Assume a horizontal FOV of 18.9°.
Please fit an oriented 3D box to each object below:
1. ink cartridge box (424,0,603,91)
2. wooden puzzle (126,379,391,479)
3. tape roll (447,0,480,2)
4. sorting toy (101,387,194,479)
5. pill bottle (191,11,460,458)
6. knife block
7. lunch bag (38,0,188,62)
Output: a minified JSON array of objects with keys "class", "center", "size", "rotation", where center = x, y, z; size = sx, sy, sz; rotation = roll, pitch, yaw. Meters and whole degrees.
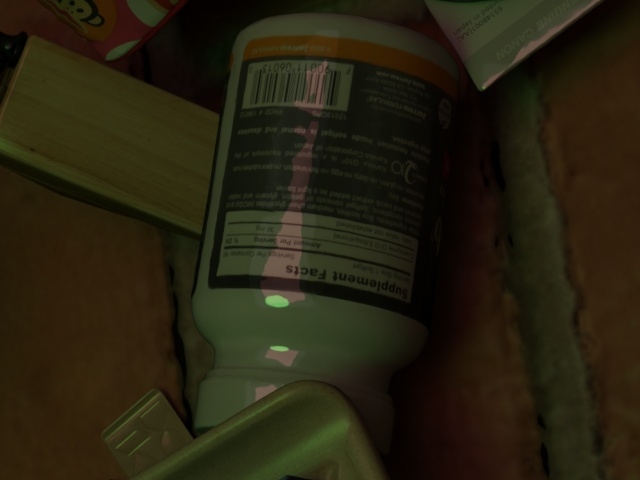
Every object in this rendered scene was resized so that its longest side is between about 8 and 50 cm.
[{"class":"ink cartridge box","center":[0.176,-0.274,1.343],"size":[0.296,0.066,0.261],"rotation":[-36,62,13]},{"class":"wooden puzzle","center":[-0.061,0.302,1.151],"size":[0.322,0.080,0.348],"rotation":[-32,70,17]},{"class":"tape roll","center":[0.101,-0.275,1.303],"size":[0.219,0.072,0.219],"rotation":[-9,70,25]},{"class":"sorting toy","center":[-0.132,0.156,1.399],"size":[0.083,0.012,0.062],"rotation":[-41,66,6]},{"class":"pill bottle","center":[0.000,0.000,1.295],"size":[0.162,0.162,0.279],"rotation":[2,77,27]},{"class":"knife block","center":[-0.186,-0.088,1.369],"size":[0.275,0.242,0.088],"rotation":[18,84,30]},{"class":"lunch bag","center":[-0.109,-0.282,1.395],"size":[0.258,0.120,0.293],"rotation":[-44,26,13]}]
